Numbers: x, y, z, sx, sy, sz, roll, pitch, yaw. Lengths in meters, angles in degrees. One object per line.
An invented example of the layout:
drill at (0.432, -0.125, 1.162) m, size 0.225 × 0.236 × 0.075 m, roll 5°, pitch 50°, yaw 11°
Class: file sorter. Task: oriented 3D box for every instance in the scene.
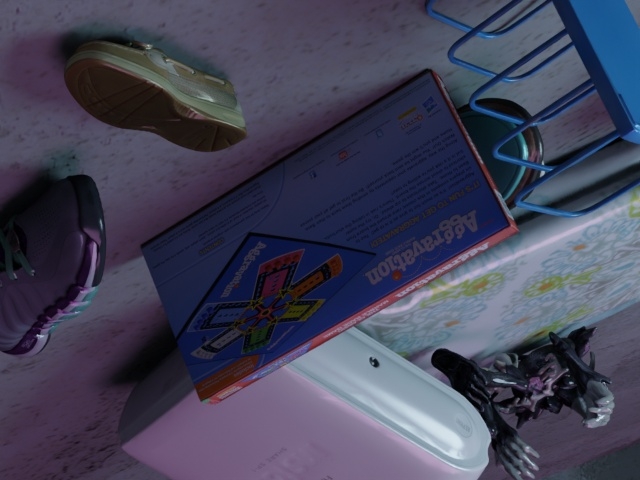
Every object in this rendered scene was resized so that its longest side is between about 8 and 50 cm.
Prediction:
file sorter at (0.164, -0.112, 0.927) m, size 0.104 × 0.170 × 0.118 m, roll -35°, pitch 156°, yaw 30°

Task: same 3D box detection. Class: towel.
towel at (0.196, 0.037, 1.408) m, size 0.374 × 0.090 × 0.320 m, roll -24°, pitch 155°, yaw -2°

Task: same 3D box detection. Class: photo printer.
photo printer at (-0.008, 0.191, 1.314) m, size 0.307 × 0.107 × 0.256 m, roll 34°, pitch 131°, yaw -20°

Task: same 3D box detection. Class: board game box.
board game box at (0.000, 0.000, 1.045) m, size 0.281 × 0.145 × 0.027 m, roll -30°, pitch 157°, yaw 16°

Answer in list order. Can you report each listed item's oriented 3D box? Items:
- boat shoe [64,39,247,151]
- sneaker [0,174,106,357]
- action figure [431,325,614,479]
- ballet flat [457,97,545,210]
boat shoe at (-0.105, -0.100, 0.862) m, size 0.056 × 0.048 × 0.153 m, roll -24°, pitch 155°, yaw 33°
sneaker at (-0.228, 0.029, 0.972) m, size 0.098 × 0.083 × 0.224 m, roll -3°, pitch 151°, yaw -32°
action figure at (0.226, 0.177, 1.447) m, size 0.275 × 0.141 × 0.164 m, roll 2°, pitch 135°, yaw -42°
ballet flat at (0.124, -0.052, 1.142) m, size 0.096 × 0.095 × 0.280 m, roll -22°, pitch 170°, yaw -32°
